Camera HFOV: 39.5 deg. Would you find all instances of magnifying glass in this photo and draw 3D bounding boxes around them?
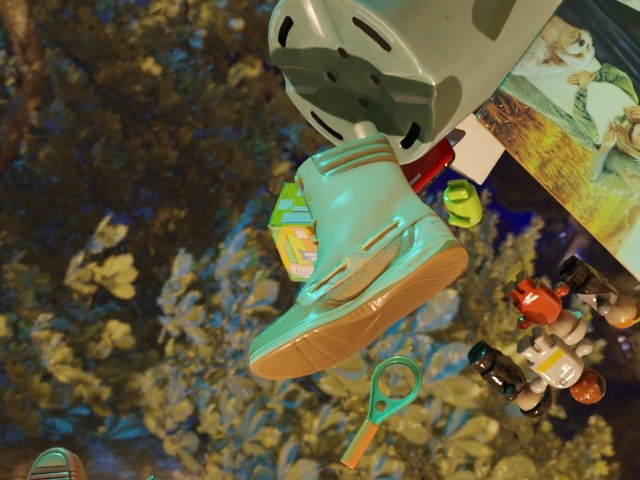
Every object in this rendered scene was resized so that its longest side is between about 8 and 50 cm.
[{"bbox_3d":[0.109,0.318,1.662,0.092,0.231,0.026,28,167,20],"label":"magnifying glass"}]

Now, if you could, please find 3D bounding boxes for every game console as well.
[{"bbox_3d":[0.147,-0.089,1.253,0.085,0.144,0.124,28,-150,-31],"label":"game console"}]

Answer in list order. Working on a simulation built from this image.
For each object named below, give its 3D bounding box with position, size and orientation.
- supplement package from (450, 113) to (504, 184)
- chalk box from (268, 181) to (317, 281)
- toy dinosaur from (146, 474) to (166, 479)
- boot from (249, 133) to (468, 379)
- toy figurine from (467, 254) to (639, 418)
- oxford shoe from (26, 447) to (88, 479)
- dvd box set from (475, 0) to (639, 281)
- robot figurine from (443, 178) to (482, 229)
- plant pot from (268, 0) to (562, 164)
[{"bbox_3d":[0.262,-0.206,1.762,0.179,0.105,0.105,30,-175,-34],"label":"supplement package"},{"bbox_3d":[0.000,0.000,1.786,0.213,0.132,0.132,68,-151,-42],"label":"chalk box"},{"bbox_3d":[-0.218,0.591,1.828,0.322,0.218,0.164,25,-116,-18],"label":"toy dinosaur"},{"bbox_3d":[0.007,0.016,0.993,0.095,0.262,0.203,40,-162,-55],"label":"boot"},{"bbox_3d":[0.345,0.145,1.300,0.148,0.209,0.213,39,-117,-10],"label":"toy figurine"},{"bbox_3d":[-0.429,0.557,1.549,0.146,0.141,0.396,10,-105,-65],"label":"oxford shoe"},{"bbox_3d":[0.356,-0.103,0.778,0.062,0.307,0.420,12,-147,-43],"label":"dvd box set"},{"bbox_3d":[0.287,-0.072,1.787,0.115,0.067,0.101,59,-151,-45],"label":"robot figurine"},{"bbox_3d":[0.133,-0.292,1.137,0.334,0.341,0.341,-47,-63,-28],"label":"plant pot"}]
